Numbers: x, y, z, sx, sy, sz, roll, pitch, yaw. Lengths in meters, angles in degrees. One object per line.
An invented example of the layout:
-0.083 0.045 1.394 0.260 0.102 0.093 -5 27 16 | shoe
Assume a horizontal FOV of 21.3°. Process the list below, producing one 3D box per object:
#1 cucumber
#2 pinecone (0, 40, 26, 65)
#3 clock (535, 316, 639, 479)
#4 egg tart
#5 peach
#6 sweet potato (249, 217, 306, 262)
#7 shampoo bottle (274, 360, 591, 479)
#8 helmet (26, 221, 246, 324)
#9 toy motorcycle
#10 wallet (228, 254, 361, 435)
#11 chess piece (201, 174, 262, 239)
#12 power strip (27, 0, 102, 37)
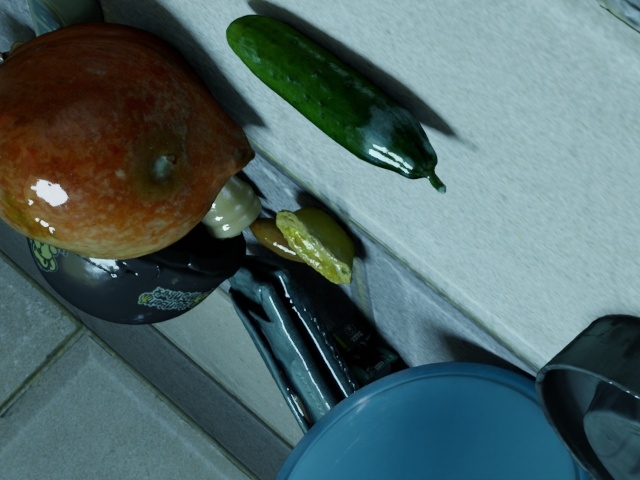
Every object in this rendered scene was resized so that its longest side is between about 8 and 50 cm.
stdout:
0.012 -0.112 1.302 0.250 0.056 0.056 38 165 28 | cucumber
-0.322 -0.116 1.983 0.185 0.169 0.212 32 -166 -40 | pinecone
0.306 0.187 1.319 0.319 0.066 0.319 40 165 13 | clock
0.000 0.000 1.683 0.105 0.039 0.105 41 165 13 | egg tart
-0.190 -0.091 1.600 0.256 0.232 0.232 -2 149 14 | peach
-0.041 -0.001 1.811 0.095 0.034 0.034 28 162 18 | sweet potato
0.155 0.346 1.656 0.331 0.331 0.343 31 162 42 | shampoo bottle
-0.222 0.001 1.840 0.278 0.160 0.230 -2 -133 -51 | helmet
0.048 0.147 1.949 0.100 0.058 0.173 48 166 14 | toy motorcycle
-0.006 0.176 1.941 0.342 0.075 0.237 60 169 -12 | wallet
-0.117 -0.065 1.774 0.066 0.066 0.122 24 153 54 | chess piece
-0.261 -0.212 1.792 0.080 0.048 0.286 41 164 9 | power strip
